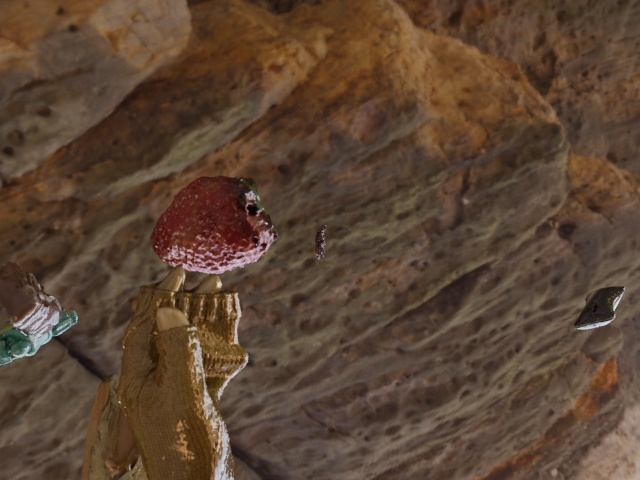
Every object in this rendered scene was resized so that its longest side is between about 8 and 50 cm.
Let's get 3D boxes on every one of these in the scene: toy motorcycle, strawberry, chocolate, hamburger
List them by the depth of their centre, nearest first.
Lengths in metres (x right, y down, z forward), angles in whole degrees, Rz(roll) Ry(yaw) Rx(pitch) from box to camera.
[{"bbox_3d":[-0.296,0.322,0.996,0.155,0.135,0.207,140,-40,-58],"label":"hamburger"},{"bbox_3d":[-0.680,0.138,1.477,0.093,0.148,0.214,-37,171,-13],"label":"chocolate"},{"bbox_3d":[-0.263,-0.030,1.522,0.288,0.238,0.250,-25,179,-3],"label":"strawberry"},{"bbox_3d":[-0.798,0.248,1.691,0.198,0.109,0.296,8,-153,41],"label":"toy motorcycle"}]

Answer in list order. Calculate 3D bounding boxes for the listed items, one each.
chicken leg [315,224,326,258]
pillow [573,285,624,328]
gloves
[{"bbox_3d":[0.000,0.001,1.390,0.021,0.083,0.036,3,-160,-12],"label":"chicken leg"},{"bbox_3d":[0.614,0.148,1.406,0.136,0.055,0.091,-39,164,-46],"label":"pillow"},{"bbox_3d":[-0.193,0.207,0.879,0.156,0.203,0.356,-4,-105,8],"label":"gloves"}]
